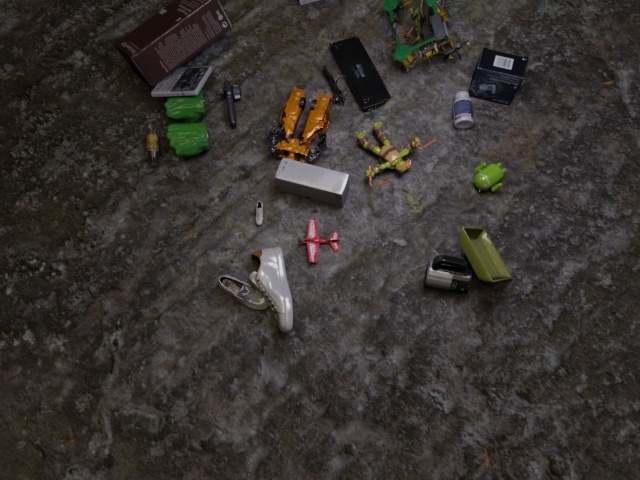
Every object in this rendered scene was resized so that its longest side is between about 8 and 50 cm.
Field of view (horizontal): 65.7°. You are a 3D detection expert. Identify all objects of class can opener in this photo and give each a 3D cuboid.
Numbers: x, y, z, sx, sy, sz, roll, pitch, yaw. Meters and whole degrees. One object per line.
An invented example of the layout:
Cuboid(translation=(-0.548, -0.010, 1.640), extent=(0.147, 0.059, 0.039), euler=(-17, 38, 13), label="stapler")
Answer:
Cuboid(translation=(-0.325, -0.499, 1.804), extent=(0.073, 0.059, 0.185), euler=(-7, 72, 1), label="can opener")

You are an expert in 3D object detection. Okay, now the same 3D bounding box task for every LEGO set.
Cuboid(translation=(0.382, -0.761, 1.814), extent=(0.255, 0.192, 0.330), euler=(-26, 66, 26), label="LEGO set")

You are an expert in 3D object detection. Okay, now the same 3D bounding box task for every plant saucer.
Cuboid(translation=(0.502, 0.049, 1.537), extent=(0.045, 0.189, 0.188), euler=(-36, 69, 32), label="plant saucer")

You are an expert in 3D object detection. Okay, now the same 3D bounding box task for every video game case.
Cuboid(translation=(-0.504, -0.581, 1.811), extent=(0.174, 0.022, 0.190), euler=(1, 45, 10), label="video game case")

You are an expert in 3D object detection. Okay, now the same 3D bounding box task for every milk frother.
Cuboid(translation=(0.405, 0.083, 1.562), extent=(0.135, 0.143, 0.129), euler=(11, 118, 9), label="milk frother")

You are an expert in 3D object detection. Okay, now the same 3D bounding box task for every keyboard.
Cuboid(translation=(0.110, -0.607, 1.827), extent=(0.202, 0.033, 0.316), euler=(-20, 71, -10), label="keyboard")

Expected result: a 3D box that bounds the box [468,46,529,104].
Cuboid(translation=(0.610, -0.565, 1.714), extent=(0.156, 0.158, 0.093), euler=(16, 73, 9), label="box")

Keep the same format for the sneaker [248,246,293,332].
Cuboid(translation=(-0.160, 0.160, 1.551), extent=(0.123, 0.105, 0.289), euler=(-6, 60, -15), label="sneaker")

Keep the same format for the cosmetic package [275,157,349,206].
Cuboid(translation=(-0.024, -0.192, 1.658), extent=(0.231, 0.117, 0.085), euler=(16, 75, 10), label="cosmetic package")

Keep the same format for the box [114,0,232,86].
Cuboid(translation=(-0.543, -0.757, 1.831), extent=(0.381, 0.143, 0.191), euler=(-43, 50, -9), label="box")

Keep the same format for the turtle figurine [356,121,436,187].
Cuboid(translation=(0.241, -0.306, 1.693), extent=(0.270, 0.087, 0.217), euler=(-37, 66, 1), label="turtle figurine")

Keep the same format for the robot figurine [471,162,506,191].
Cuboid(translation=(0.561, -0.211, 1.652), extent=(0.115, 0.067, 0.101), euler=(-35, 86, -7), label="robot figurine")

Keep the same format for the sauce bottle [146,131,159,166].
Cuboid(translation=(-0.599, -0.324, 1.774), extent=(0.042, 0.042, 0.128), euler=(-11, 73, 0), label="sauce bottle")

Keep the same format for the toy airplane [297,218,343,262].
Cuboid(translation=(0.000, 0.000, 1.639), extent=(0.152, 0.028, 0.151), euler=(-1, 74, 3), label="toy airplane")

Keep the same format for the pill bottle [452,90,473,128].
Cuboid(translation=(0.499, -0.457, 1.735), extent=(0.067, 0.067, 0.120), euler=(0, 73, 4), label="pill bottle")

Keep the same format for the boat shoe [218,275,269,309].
Cuboid(translation=(-0.245, 0.162, 1.583), extent=(0.184, 0.063, 0.066), euler=(32, 76, 12), label="boat shoe")

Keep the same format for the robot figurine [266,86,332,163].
Cuboid(translation=(-0.064, -0.393, 1.741), extent=(0.211, 0.085, 0.290), euler=(14, 73, 8), label="robot figurine")

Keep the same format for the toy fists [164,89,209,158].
Cuboid(translation=(-0.479, -0.419, 1.771), extent=(0.143, 0.096, 0.278), euler=(-7, 69, -8), label="toy fists")

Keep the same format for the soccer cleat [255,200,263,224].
Cuboid(translation=(-0.208, -0.094, 1.678), extent=(0.029, 0.035, 0.083), euler=(1, 72, 4), label="soccer cleat")

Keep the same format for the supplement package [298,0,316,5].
Cuboid(translation=(0.030, -1.063, 1.901), extent=(0.293, 0.177, 0.175), euler=(-16, 72, -1), label="supplement package")
